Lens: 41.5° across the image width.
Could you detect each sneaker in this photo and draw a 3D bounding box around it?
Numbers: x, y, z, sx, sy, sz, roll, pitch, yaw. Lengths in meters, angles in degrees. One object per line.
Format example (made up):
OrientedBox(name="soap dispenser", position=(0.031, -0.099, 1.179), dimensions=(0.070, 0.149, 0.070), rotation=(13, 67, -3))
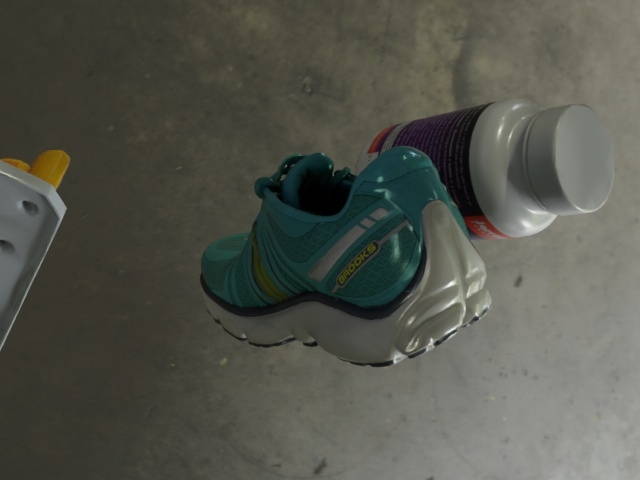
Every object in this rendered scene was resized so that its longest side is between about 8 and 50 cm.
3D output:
OrientedBox(name="sneaker", position=(0.000, 0.000, 0.517), dimensions=(0.107, 0.275, 0.110), rotation=(-23, 99, -29))

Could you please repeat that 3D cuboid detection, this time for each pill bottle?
OrientedBox(name="pill bottle", position=(0.129, -0.054, 0.680), dimensions=(0.108, 0.193, 0.108), rotation=(4, 84, -40))

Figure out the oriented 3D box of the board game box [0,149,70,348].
OrientedBox(name="board game box", position=(-0.403, -0.007, 0.578), dimensions=(0.389, 0.390, 0.050), rotation=(27, 42, -15))
